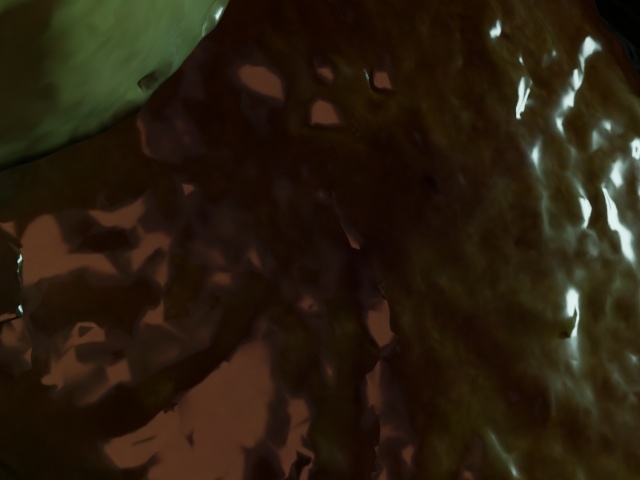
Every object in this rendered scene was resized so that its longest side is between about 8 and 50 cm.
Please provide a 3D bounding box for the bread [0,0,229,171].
[{"bbox_3d":[-0.162,-0.149,0.475,0.320,0.320,0.237,-29,132,-30],"label":"bread"}]

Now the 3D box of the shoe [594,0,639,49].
[{"bbox_3d":[0.133,-0.207,0.688,0.342,0.132,0.210,38,89,-24],"label":"shoe"}]

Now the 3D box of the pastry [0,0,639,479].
[{"bbox_3d":[0.000,0.000,0.636,0.329,0.136,0.330,8,75,-28],"label":"pastry"}]
